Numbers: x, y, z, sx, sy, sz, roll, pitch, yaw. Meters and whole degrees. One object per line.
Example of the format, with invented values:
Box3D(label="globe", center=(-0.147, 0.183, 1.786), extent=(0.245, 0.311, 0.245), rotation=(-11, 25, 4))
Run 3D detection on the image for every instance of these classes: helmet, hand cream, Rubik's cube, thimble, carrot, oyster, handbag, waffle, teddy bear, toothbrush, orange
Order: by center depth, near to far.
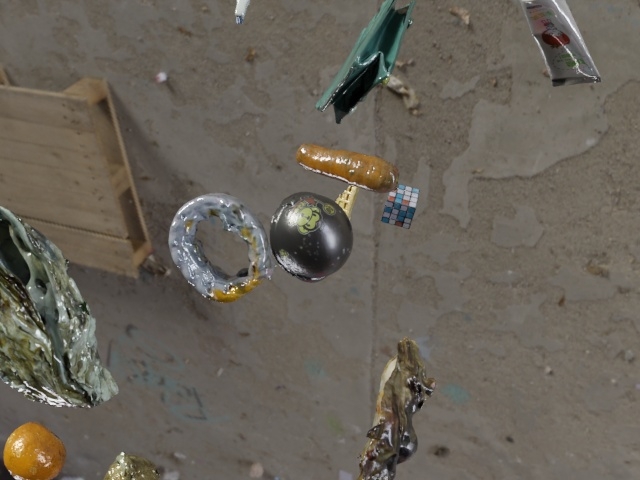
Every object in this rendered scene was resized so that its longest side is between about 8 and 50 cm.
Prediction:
Box3D(label="oyster", center=(-0.375, 0.106, 0.822), extent=(0.162, 0.158, 0.351), rotation=(17, 141, 49))
Box3D(label="thimble", center=(-0.139, 0.006, 0.884), extent=(0.127, 0.118, 0.151), rotation=(-27, 99, -1))
Box3D(label="carrot", center=(0.043, -0.124, 1.057), extent=(0.186, 0.060, 0.060), rotation=(17, 132, 15))
Box3D(label="oyster", center=(0.126, 0.322, 1.093), extent=(0.096, 0.361, 0.221), rotation=(24, 119, 7))
Box3D(label="teddy bear", center=(-0.416, 0.581, 1.323), extent=(0.156, 0.256, 0.267), rotation=(-2, 144, -11))
Box3D(label="orange", center=(-0.623, 0.468, 1.361), extent=(0.136, 0.117, 0.135), rotation=(25, 152, 15))
Box3D(label="toothbrush", center=(-0.142, -0.653, 1.390), extent=(0.040, 0.386, 0.040), rotation=(9, 164, 3))
Box3D(label="hand cream", center=(0.543, -0.481, 1.445), extent=(0.121, 0.076, 0.336), rotation=(10, 153, 46))
Box3D(label="handbag", center=(0.120, -0.440, 1.545), extent=(0.100, 0.274, 0.269), rotation=(32, 153, -11))
Box3D(label="helmet", center=(0.000, 0.000, 1.704), extent=(0.160, 0.230, 0.279), rotation=(7, 138, 52))
Box3D(label="waffle", center=(0.067, -0.136, 1.909), extent=(0.097, 0.023, 0.152), rotation=(21, 96, 27))
Box3D(label="Rubik's cube", center=(0.244, -0.106, 1.910), extent=(0.092, 0.092, 0.092), rotation=(16, 135, 4))
